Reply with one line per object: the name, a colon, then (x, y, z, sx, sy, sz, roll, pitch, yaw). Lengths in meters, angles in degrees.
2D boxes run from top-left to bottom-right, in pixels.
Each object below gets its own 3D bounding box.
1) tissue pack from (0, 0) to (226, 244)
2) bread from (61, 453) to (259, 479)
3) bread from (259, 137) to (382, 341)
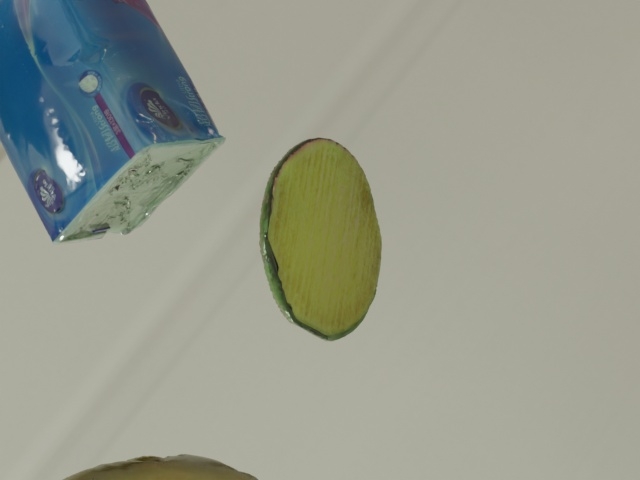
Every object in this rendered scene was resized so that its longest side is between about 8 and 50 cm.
tissue pack: (-0.258, -0.157, 1.322, 0.146, 0.198, 0.263, -11, -114, -53)
bread: (-0.091, 0.307, 0.790, 0.333, 0.333, 0.160, 38, 143, 0)
bread: (0.000, 0.000, 1.331, 0.033, 0.228, 0.228, -7, 142, 34)
